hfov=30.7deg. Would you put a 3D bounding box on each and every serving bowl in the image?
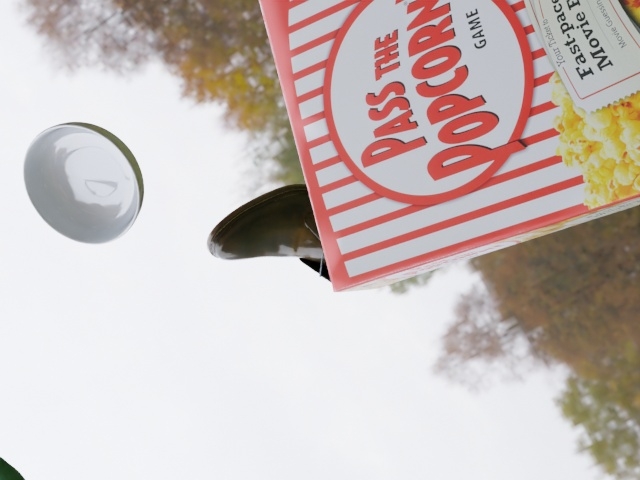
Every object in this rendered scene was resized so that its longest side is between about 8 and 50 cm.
[{"bbox_3d":[-0.149,-0.040,0.753,0.083,0.083,0.027,54,-150,-12],"label":"serving bowl"}]

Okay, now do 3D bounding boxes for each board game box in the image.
[{"bbox_3d":[0.077,-0.073,0.499,0.045,0.194,0.146,-1,-106,-58],"label":"board game box"}]

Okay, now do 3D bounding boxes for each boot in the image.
[{"bbox_3d":[0.000,0.000,1.196,0.106,0.219,0.082,55,152,39],"label":"boot"}]

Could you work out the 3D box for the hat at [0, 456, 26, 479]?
[{"bbox_3d":[-0.225,0.101,0.644,0.209,0.173,0.183,24,-153,-10],"label":"hat"}]
